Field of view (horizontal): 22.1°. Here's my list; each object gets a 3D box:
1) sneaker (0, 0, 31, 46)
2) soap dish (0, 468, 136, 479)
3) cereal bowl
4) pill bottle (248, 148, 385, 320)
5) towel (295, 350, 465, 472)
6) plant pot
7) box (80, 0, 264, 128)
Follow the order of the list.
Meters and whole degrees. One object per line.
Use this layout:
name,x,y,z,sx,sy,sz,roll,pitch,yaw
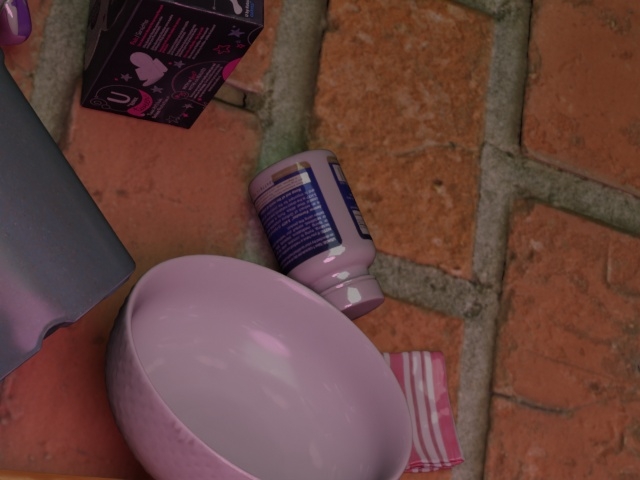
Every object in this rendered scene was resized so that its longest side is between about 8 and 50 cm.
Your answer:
sneaker,-0.361,-0.335,1.888,0.104,0.095,0.236,-6,69,-35
soap dish,-0.287,0.327,1.591,0.291,0.118,0.229,8,63,-21
cereal bowl,-0.080,0.180,1.710,0.339,0.141,0.339,25,31,-16
pill bottle,0.000,0.000,1.882,0.112,0.112,0.187,-15,74,-30
towel,0.065,0.195,1.871,0.197,0.029,0.144,0,66,-25
plant pot,-0.378,-0.025,1.607,0.341,0.341,0.334,-41,95,-33
box,-0.169,-0.261,1.844,0.142,0.247,0.163,11,62,-21
